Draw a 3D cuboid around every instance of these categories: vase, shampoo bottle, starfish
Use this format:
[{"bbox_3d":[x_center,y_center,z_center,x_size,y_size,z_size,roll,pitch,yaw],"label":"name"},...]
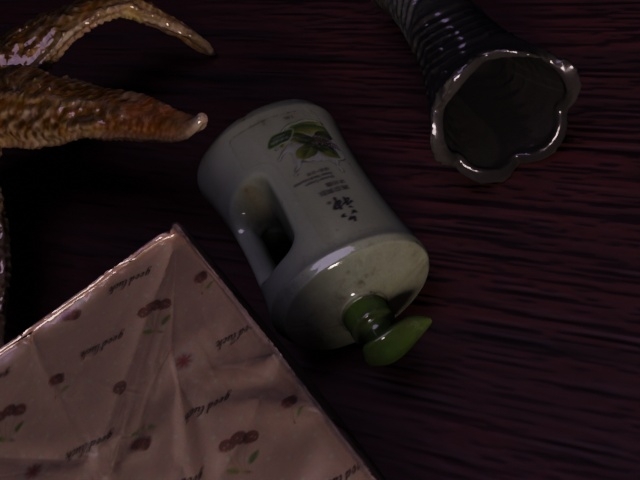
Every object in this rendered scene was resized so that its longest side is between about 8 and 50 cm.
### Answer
[{"bbox_3d":[0.100,-0.157,0.833,0.115,0.115,0.237,-28,41,5],"label":"vase"},{"bbox_3d":[0.000,0.000,0.757,0.118,0.087,0.234,-31,45,-1],"label":"shampoo bottle"},{"bbox_3d":[-0.269,-0.075,0.950,0.398,0.132,0.384,-39,50,-2],"label":"starfish"}]

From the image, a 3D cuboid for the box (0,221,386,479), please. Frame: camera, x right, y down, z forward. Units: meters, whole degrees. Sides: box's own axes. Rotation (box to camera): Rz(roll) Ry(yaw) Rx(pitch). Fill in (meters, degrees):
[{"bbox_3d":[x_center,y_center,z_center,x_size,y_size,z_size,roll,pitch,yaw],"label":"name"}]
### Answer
[{"bbox_3d":[-0.068,0.180,0.575,0.225,0.190,0.297,-37,46,-7],"label":"box"}]
